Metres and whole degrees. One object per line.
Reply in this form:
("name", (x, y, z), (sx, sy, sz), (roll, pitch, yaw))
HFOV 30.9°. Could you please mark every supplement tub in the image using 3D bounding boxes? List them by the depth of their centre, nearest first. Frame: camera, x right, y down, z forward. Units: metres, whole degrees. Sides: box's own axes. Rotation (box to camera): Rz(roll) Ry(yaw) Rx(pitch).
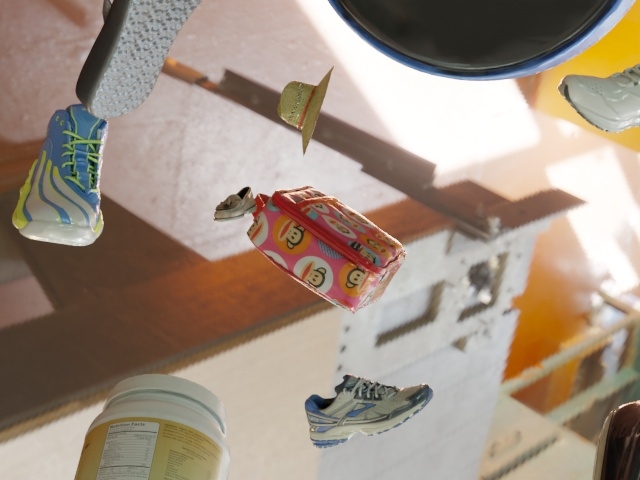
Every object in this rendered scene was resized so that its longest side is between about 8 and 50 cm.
("supplement tub", (-0.256, 0.381, 1.728), (0.228, 0.228, 0.316), (75, 16, -45))

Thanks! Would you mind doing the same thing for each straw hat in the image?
("straw hat", (-0.030, -0.199, 1.692), (0.144, 0.061, 0.144), (-161, -90, -86))

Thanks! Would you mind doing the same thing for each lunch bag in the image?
("lunch bag", (0.000, 0.000, 1.908), (0.120, 0.258, 0.293), (-57, 172, 11))

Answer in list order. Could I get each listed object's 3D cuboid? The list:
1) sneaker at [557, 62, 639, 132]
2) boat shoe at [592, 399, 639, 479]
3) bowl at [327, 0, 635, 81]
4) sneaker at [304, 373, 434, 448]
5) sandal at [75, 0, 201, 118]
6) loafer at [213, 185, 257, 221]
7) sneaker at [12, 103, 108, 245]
("sneaker", (0.521, -0.244, 1.899), (0.297, 0.111, 0.129), (5, 129, -26))
("boat shoe", (0.400, 0.364, 1.329), (0.156, 0.186, 0.500), (-53, -168, 42))
("bowl", (0.157, -0.348, 1.177), (0.077, 0.391, 0.391), (-52, 156, -63))
("sneaker", (0.041, 0.153, 1.093), (0.058, 0.135, 0.052), (68, 24, -2))
("sandal", (-0.149, -0.210, 0.988), (0.097, 0.054, 0.254), (-12, 148, -51))
("loafer", (-0.129, -0.054, 1.720), (0.125, 0.045, 0.039), (-32, 119, -71))
("sneaker", (-0.268, -0.077, 1.212), (0.091, 0.240, 0.126), (7, 104, -15))
